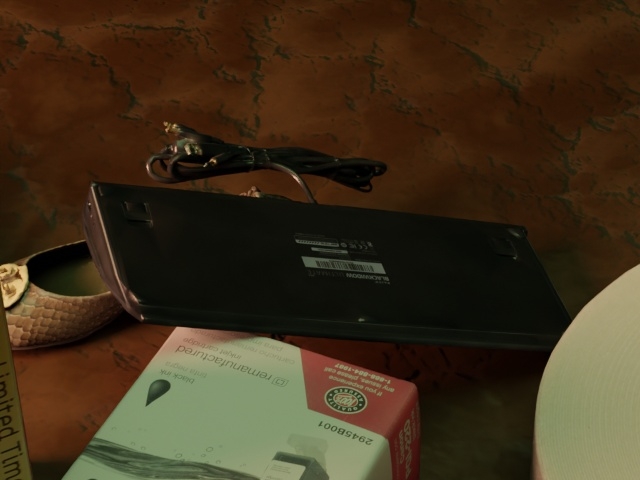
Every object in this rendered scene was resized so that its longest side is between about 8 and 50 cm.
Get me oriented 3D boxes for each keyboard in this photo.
[{"bbox_3d":[0.000,0.000,1.165,0.317,0.033,0.201,6,38,-25],"label":"keyboard"}]

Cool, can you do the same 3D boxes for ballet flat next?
[{"bbox_3d":[-0.125,0.013,1.205,0.249,0.058,0.084,-13,42,-13],"label":"ballet flat"}]

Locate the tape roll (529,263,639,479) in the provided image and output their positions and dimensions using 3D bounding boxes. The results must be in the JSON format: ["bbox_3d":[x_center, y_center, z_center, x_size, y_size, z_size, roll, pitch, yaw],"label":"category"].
[{"bbox_3d":[0.313,0.139,1.041,0.392,0.072,0.392,0,40,0],"label":"tape roll"}]

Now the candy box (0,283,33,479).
[{"bbox_3d":[-0.315,0.110,0.938,0.317,0.268,0.122,-15,46,-15],"label":"candy box"}]

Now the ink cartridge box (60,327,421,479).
[{"bbox_3d":[-0.056,0.158,1.013,0.158,0.092,0.218,16,46,19],"label":"ink cartridge box"}]
